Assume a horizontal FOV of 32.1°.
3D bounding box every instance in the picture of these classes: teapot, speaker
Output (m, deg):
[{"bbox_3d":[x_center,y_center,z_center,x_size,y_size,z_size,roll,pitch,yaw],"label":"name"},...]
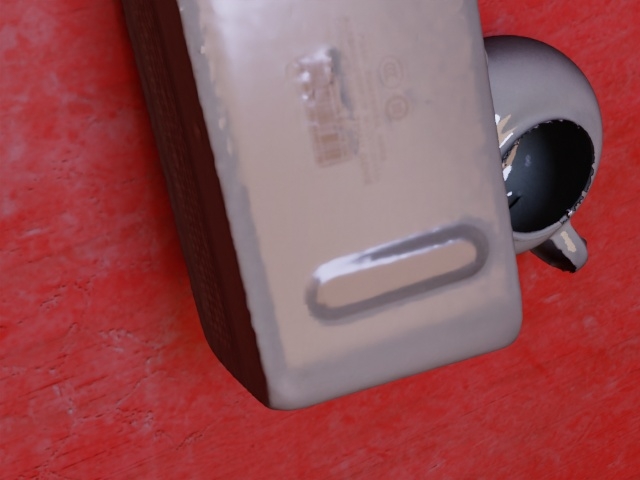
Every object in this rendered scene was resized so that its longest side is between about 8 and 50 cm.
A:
[{"bbox_3d":[0.150,-0.071,0.921,0.193,0.129,0.294,-43,130,-5],"label":"teapot"},{"bbox_3d":[-0.009,-0.098,0.731,0.184,0.183,0.406,-18,109,-18],"label":"speaker"}]
